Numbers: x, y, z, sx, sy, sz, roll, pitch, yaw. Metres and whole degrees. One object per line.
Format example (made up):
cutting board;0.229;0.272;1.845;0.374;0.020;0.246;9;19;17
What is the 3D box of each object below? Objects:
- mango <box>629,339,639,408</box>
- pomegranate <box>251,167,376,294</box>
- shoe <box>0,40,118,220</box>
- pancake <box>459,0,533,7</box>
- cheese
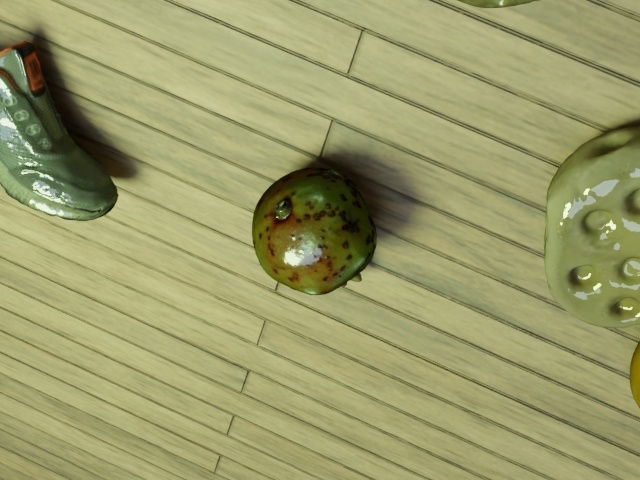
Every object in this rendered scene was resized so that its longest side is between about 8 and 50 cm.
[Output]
mango;0.453;0.140;0.952;0.175;0.139;0.254;25;137;-11
pomegranate;0.000;0.000;1.038;0.159;0.159;0.205;2;153;22
shoe;-0.391;-0.174;1.090;0.336;0.132;0.171;35;121;-1
pancake;0.130;-0.273;0.744;0.242;0.242;0.050;10;87;15
cheese;0.346;-0.009;0.901;0.218;0.117;0.235;22;130;4
